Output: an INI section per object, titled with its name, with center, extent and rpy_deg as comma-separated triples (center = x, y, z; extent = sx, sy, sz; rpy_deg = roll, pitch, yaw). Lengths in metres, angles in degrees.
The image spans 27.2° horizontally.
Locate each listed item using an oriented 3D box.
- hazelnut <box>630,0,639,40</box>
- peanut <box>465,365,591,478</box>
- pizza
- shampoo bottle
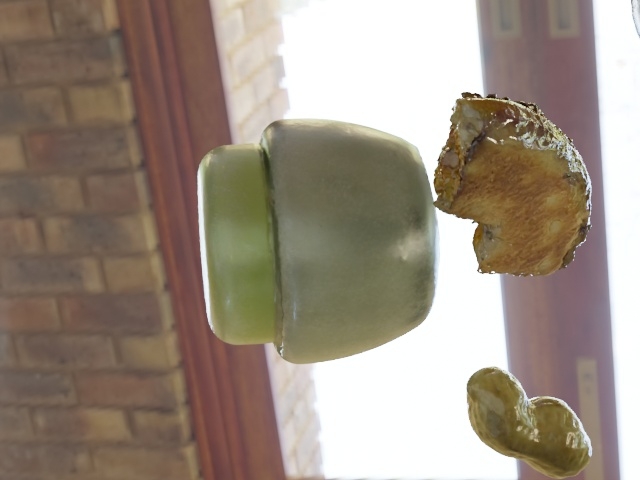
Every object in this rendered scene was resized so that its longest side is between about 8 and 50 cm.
[hazelnut]
center = 0.683, -0.444, 2.226
extent = 0.359, 0.409, 0.359
rpy_deg = -3, 180, 0
[peanut]
center = 0.286, 0.257, 1.841
extent = 0.098, 0.229, 0.103
rpy_deg = -35, -146, 42
[pizza]
center = 0.204, -0.060, 1.422
extent = 0.161, 0.305, 0.085
rpy_deg = -31, -130, 9
[shampoo bottle]
center = 0.000, 0.000, 1.738
extent = 0.317, 0.322, 0.322
rpy_deg = -1, -160, -5
